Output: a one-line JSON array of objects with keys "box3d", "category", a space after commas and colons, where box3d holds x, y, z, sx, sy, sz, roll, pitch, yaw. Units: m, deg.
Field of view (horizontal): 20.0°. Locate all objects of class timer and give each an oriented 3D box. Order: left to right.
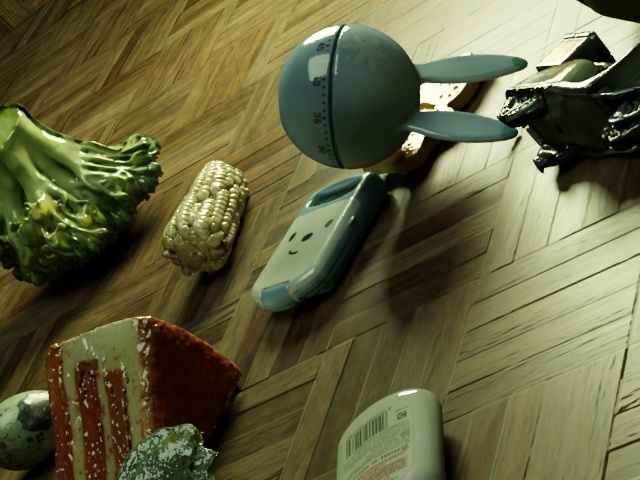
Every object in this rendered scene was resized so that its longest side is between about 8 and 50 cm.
[{"box3d": [0.078, -0.143, 1.972, 0.175, 0.255, 0.175, -165, 90, -85], "category": "timer"}]

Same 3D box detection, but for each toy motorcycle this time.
[{"box3d": [0.271, -0.139, 1.714, 0.157, 0.091, 0.263, -45, 19, -16], "category": "toy motorcycle"}]

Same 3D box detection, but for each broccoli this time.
[{"box3d": [-0.374, -0.075, 2.518, 0.288, 0.245, 0.248, -49, 31, -1], "category": "broccoli"}]

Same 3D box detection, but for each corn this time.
[{"box3d": [-0.133, -0.035, 2.245, 0.087, 0.087, 0.211, -30, 21, 30], "category": "corn"}]

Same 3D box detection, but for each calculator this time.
[{"box3d": [0.000, 0.000, 1.999, 0.121, 0.039, 0.210, -16, 33, 47], "category": "calculator"}]

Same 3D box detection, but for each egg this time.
[{"box3d": [-0.345, 0.221, 2.128, 0.110, 0.085, 0.085, -34, 20, -7], "category": "egg"}]

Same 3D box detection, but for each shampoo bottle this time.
[{"box3d": [0.057, 0.210, 1.486, 0.108, 0.051, 0.221, -34, 23, 19], "category": "shampoo bottle"}]

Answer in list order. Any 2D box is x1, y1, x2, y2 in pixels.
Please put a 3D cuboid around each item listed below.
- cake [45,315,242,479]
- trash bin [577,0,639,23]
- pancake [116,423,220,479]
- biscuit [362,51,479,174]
[{"box3d": [-0.207, 0.197, 1.829, 0.158, 0.159, 0.262, -24, 30, 35], "category": "cake"}, {"box3d": [0.359, -0.344, 1.829, 0.290, 0.182, 0.209, -36, 21, 2], "category": "trash bin"}, {"box3d": [-0.145, 0.240, 1.730, 0.116, 0.022, 0.129, -17, 64, 19], "category": "pancake"}, {"box3d": [0.117, -0.140, 2.066, 0.133, 0.027, 0.184, -13, 38, 43], "category": "biscuit"}]
